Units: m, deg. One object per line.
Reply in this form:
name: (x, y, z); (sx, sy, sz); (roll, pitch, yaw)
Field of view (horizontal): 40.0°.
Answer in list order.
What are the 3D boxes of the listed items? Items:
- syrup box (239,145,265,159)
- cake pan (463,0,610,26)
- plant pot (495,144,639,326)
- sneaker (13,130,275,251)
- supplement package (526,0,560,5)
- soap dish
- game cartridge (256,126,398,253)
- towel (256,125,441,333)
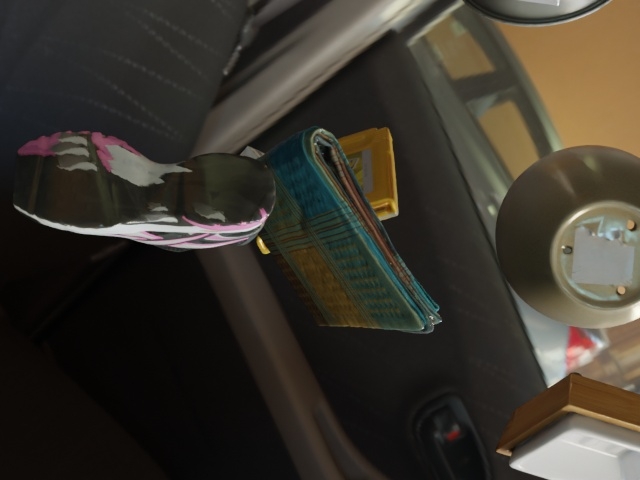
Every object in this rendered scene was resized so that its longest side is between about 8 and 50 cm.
syrup box: (-0.056, -0.061, 1.429); (0.093, 0.096, 0.237); (51, 17, 29)
cake pan: (0.345, -0.460, 1.366); (0.054, 0.293, 0.293); (64, 6, -57)
plant pot: (0.347, 0.007, 1.108); (0.257, 0.256, 0.274); (61, 14, 1)
sneaker: (-0.121, -0.020, 0.604); (0.077, 0.178, 0.072); (100, 0, -65)
supplement package: (0.256, -0.428, 1.057); (0.244, 0.133, 0.139); (-65, 154, -19)
soap dish: (0.492, 0.346, 1.547); (0.290, 0.229, 0.118); (19, 53, -13)
game cartridge: (0.014, -0.116, 1.813); (0.324, 0.285, 0.053); (-89, 159, -55)
towel: (0.000, 0.000, 1.147); (0.271, 0.040, 0.370); (58, -19, -7)
